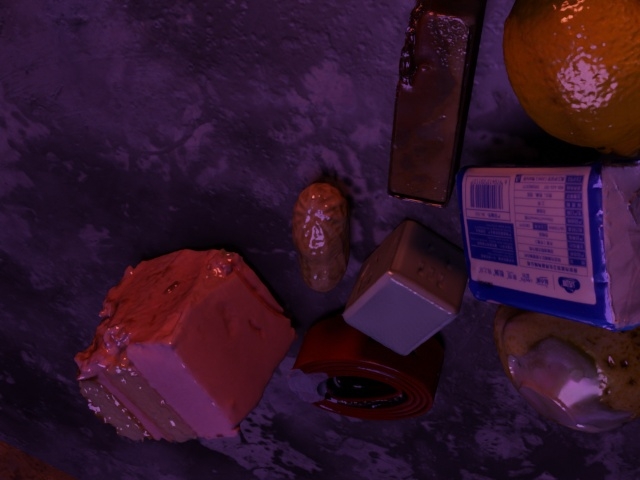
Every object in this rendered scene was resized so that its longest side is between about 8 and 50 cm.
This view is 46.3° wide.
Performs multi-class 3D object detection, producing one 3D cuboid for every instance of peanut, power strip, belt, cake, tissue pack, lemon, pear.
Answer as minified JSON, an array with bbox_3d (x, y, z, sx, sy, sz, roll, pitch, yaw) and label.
[{"bbox_3d":[0.000,0.000,1.264,0.095,0.108,0.226,19,140,19],"label":"peanut"},{"bbox_3d":[0.131,0.096,1.276,0.139,0.140,0.224,31,137,-9],"label":"power strip"},{"bbox_3d":[0.078,0.248,1.460,0.323,0.115,0.227,-8,133,34],"label":"belt"},{"bbox_3d":[-0.271,0.204,1.447,0.306,0.314,0.293,-9,127,34],"label":"cake"},{"bbox_3d":[0.315,-0.007,0.989,0.269,0.137,0.209,7,110,63],"label":"tissue pack"},{"bbox_3d":[0.307,-0.210,0.849,0.188,0.188,0.257,-23,107,39],"label":"lemon"},{"bbox_3d":[0.404,0.159,1.159,0.271,0.271,0.271,13,137,12],"label":"pear"}]

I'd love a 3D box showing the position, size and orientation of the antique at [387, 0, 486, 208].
[{"bbox_3d":[0.154,-0.190,1.019,0.093,0.087,0.310,14,137,13],"label":"antique"}]
